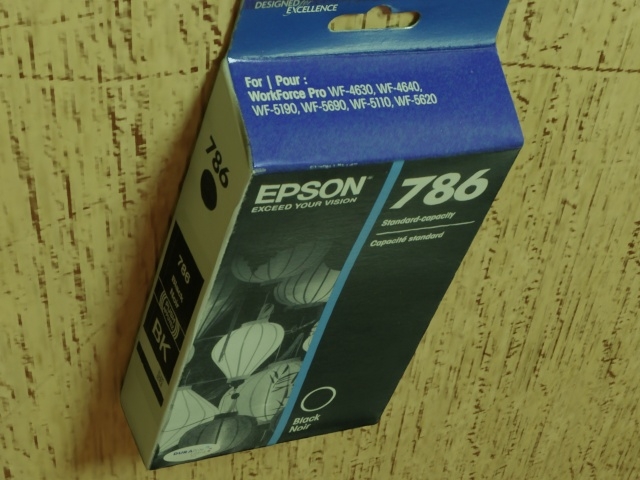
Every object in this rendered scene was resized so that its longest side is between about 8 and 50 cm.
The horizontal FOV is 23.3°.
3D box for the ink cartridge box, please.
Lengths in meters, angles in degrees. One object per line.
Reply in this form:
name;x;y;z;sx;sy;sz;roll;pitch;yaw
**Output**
ink cartridge box;0.000;0.000;0.860;0.165;0.065;0.332;-8;141;-26
